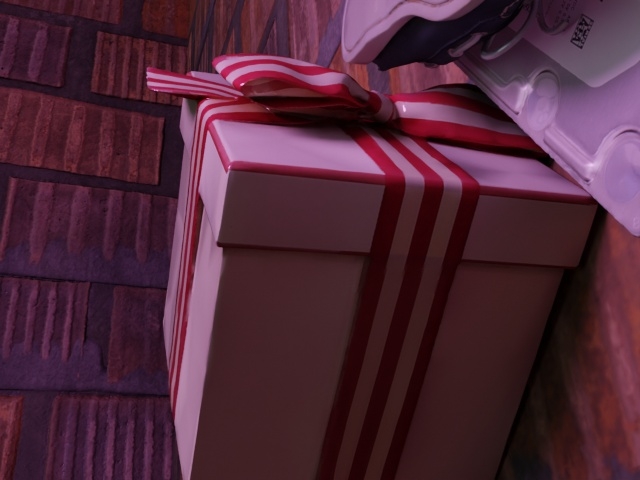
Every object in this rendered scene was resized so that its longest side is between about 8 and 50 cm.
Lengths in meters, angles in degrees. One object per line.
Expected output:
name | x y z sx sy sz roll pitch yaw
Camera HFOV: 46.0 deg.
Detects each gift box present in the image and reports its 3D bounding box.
gift box | 0.000 0.000 0.549 0.276 0.255 0.258 -127 44 -57

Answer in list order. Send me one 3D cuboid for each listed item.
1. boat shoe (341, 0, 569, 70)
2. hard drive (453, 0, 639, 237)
boat shoe | 0.081 -0.148 0.425 0.254 0.079 0.095 161 112 -73
hard drive | 0.163 -0.174 0.414 0.339 0.064 0.237 -111 32 -55
